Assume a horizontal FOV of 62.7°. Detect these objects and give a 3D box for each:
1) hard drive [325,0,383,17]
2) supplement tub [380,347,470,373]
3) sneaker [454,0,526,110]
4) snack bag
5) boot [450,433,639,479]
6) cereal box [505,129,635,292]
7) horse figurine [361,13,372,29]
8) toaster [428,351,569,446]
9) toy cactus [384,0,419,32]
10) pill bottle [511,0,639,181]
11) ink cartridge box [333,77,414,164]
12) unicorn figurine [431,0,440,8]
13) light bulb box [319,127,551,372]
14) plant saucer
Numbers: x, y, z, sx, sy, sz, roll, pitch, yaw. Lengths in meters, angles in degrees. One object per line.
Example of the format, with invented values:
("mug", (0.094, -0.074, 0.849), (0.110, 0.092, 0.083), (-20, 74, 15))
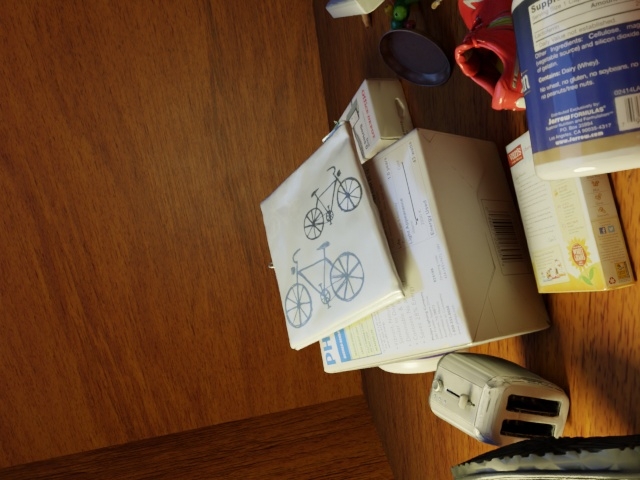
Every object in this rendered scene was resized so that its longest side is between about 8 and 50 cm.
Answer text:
("hard drive", (0.133, -0.568, 1.105), (0.047, 0.233, 0.353), (45, -171, -22))
("supplement tub", (0.224, 0.133, 1.292), (0.241, 0.241, 0.331), (-168, 68, -85))
("sneaker", (0.255, -0.303, 0.788), (0.107, 0.118, 0.279), (88, 170, -54))
("snack bag", (0.000, 0.000, 0.989), (0.323, 0.037, 0.342), (-38, 60, 44))
("boot", (0.326, 0.389, 0.652), (0.348, 0.131, 0.260), (-32, 63, 51))
("cereal box", (0.341, -0.048, 0.740), (0.173, 0.047, 0.240), (125, 135, -83))
("horse figurine", (0.123, -0.776, 1.573), (0.263, 0.066, 0.174), (125, 125, -76))
("toaster", (0.312, 0.276, 0.900), (0.146, 0.227, 0.129), (-162, 87, -70))
("toy cactus", (0.189, -0.499, 1.178), (0.219, 0.112, 0.180), (-91, 4, -53))
("pill bottle", (0.280, -0.201, 0.529), (0.153, 0.153, 0.264), (-164, 65, -84))
("ink cartridge box", (0.151, -0.319, 1.555), (0.273, 0.115, 0.198), (131, 130, -63))
("unicorn figurine", (0.235, -0.463, 0.921), (0.162, 0.111, 0.060), (36, 166, 53))
("light bulb box", (0.165, 0.038, 0.986), (0.361, 0.225, 0.357), (-28, 68, 49))
("plant saucer", (0.206, -0.399, 1.130), (0.029, 0.168, 0.168), (-62, -3, -12))
